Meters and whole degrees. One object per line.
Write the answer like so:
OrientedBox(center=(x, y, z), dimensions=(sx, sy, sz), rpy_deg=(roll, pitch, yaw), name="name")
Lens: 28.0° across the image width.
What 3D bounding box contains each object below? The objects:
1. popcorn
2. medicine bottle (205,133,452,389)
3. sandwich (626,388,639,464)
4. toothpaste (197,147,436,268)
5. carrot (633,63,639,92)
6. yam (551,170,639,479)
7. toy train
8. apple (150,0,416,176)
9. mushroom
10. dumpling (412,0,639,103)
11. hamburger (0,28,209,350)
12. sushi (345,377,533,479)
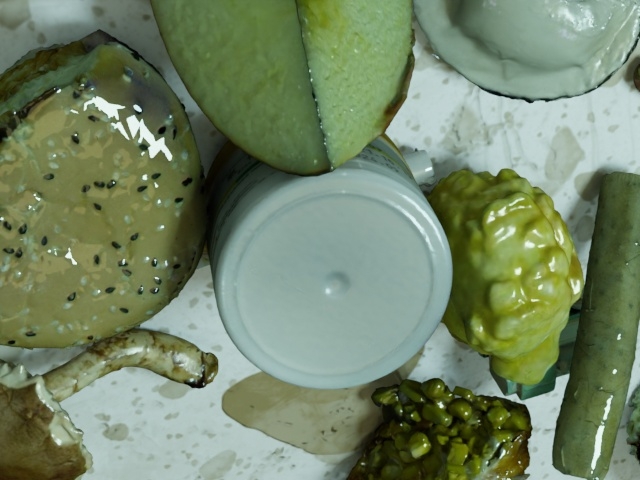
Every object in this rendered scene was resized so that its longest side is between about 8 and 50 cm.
OrientedBox(center=(0.214, 0.037, 1.486), dimensions=(0.192, 0.233, 0.266), rpy_deg=(-26, 111, -16), name="popcorn")
OrientedBox(center=(0.000, 0.000, 1.328), dimensions=(0.238, 0.232, 0.238), rpy_deg=(-3, 112, -7), name="medicine bottle")
OrientedBox(center=(0.579, 0.260, 1.826), dimensions=(0.262, 0.131, 0.325), rpy_deg=(11, 119, -27), name="sandwich")
OrientedBox(center=(-0.024, -0.038, 1.463), dimensions=(0.314, 0.056, 0.058), rpy_deg=(-19, 89, -4), name="toothpaste")
OrientedBox(center=(0.449, -0.168, 1.545), dimensions=(0.191, 0.047, 0.047), rpy_deg=(21, 113, -31), name="carrot")
OrientedBox(center=(0.347, 0.103, 1.557), dimensions=(0.083, 0.083, 0.372), rpy_deg=(15, 84, -28), name="yam")
OrientedBox(center=(0.301, 0.130, 1.643), dimensions=(0.194, 0.125, 0.081), rpy_deg=(-16, 130, -9), name="toy train")
OrientedBox(center=(-0.031, -0.233, 1.211), dimensions=(0.254, 0.179, 0.346), rpy_deg=(-16, 93, -3), name="apple")
OrientedBox(center=(-0.303, 0.169, 1.459), dimensions=(0.233, 0.301, 0.208), rpy_deg=(49, 117, 7), name="mushroom")
OrientedBox(center=(0.213, -0.230, 1.366), dimensions=(0.247, 0.142, 0.172), rpy_deg=(18, 119, 4), name="dumpling")
OrientedBox(center=(-0.256, -0.041, 1.281), dimensions=(0.318, 0.195, 0.277), rpy_deg=(-42, 122, 4), name="hamburger")
OrientedBox(center=(0.142, 0.284, 1.656), dimensions=(0.296, 0.167, 0.179), rpy_deg=(-15, 147, 43), name="sushi")
